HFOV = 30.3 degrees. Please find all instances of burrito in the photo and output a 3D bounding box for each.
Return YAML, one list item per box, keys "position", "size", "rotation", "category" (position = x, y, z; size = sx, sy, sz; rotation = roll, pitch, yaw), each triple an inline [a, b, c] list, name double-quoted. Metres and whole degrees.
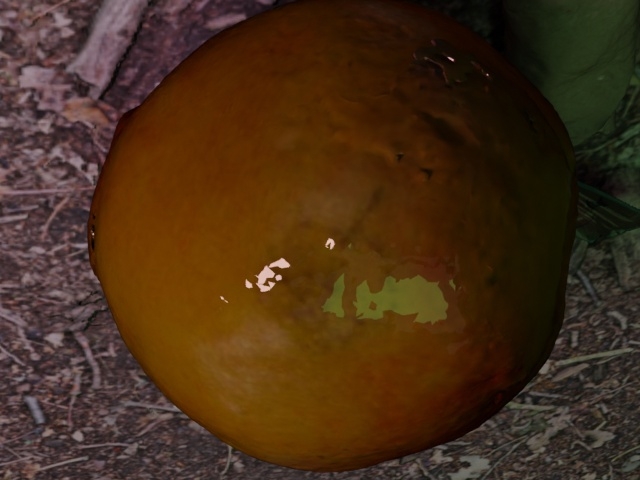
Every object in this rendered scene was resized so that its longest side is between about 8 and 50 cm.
- position: [0.188, -0.198, 0.872]
  size: [0.117, 0.076, 0.392]
  rotation: [-17, 143, -4]
  category: "burrito"

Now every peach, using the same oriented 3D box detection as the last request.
- position: [0.001, -0.002, 0.863]
  size: [0.373, 0.290, 0.372]
  rotation: [12, 130, 15]
  category: "peach"

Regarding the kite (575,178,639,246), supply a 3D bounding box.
- position: [0.118, -0.006, 1.095]
  size: [0.406, 0.014, 0.368]
  rotation: [-7, 148, 3]
  category: "kite"
